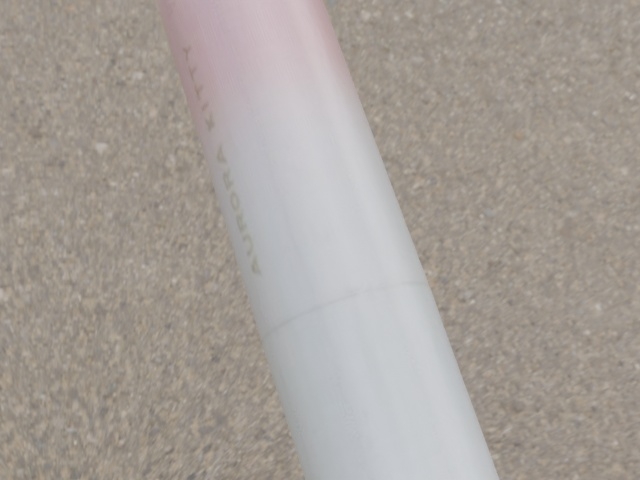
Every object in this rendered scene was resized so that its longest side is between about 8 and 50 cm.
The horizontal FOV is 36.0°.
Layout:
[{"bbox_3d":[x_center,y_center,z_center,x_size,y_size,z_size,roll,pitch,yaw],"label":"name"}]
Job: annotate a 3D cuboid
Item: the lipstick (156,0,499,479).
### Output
[{"bbox_3d":[0.000,0.000,0.493,0.087,0.087,0.327,-13,72,-19],"label":"lipstick"}]
